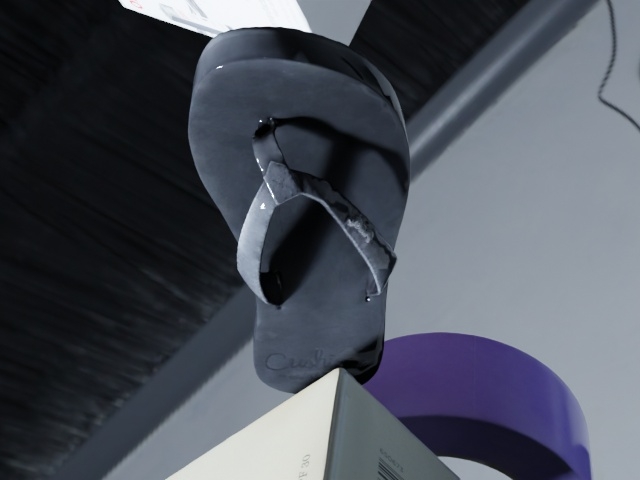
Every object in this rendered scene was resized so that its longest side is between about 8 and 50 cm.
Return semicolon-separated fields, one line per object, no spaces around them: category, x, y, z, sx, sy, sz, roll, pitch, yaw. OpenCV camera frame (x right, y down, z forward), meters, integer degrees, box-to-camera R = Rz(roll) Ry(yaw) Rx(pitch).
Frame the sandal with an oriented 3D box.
sandal;-0.001;0.006;0.502;0.097;0.254;0.054;-6;48;4

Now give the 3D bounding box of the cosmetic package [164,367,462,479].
cosmetic package;-0.073;0.219;0.550;0.309;0.113;0.160;-36;21;23

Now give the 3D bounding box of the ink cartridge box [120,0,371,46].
ink cartridge box;-0.082;-0.231;0.837;0.218;0.158;0.092;23;81;17

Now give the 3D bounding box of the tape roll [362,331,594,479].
tape roll;0.078;0.156;0.661;0.189;0.189;0.080;-30;23;25
